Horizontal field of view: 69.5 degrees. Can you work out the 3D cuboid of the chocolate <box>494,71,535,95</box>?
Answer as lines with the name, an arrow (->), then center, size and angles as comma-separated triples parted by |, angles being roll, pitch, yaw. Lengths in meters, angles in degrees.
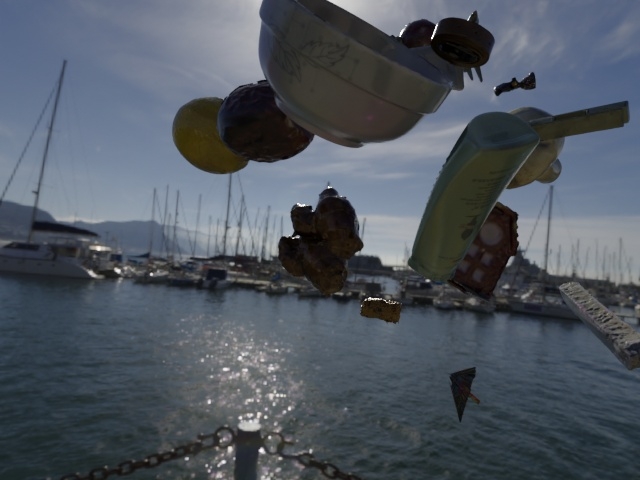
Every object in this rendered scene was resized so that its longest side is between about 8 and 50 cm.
chocolate -> 0.722, -0.580, 1.716 | 0.147, 0.070, 0.072 | -4, 6, 12

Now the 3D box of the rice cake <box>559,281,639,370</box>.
rice cake -> 0.686, 0.196, 1.125 | 0.064, 0.070, 0.399 | -23, 12, 12

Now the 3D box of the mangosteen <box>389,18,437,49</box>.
mangosteen -> 0.314, -0.649, 1.544 | 0.180, 0.166, 0.166 | -16, -5, 5

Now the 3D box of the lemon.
lemon -> -0.340, -0.340, 1.508 | 0.319, 0.245, 0.245 | 30, 8, 23

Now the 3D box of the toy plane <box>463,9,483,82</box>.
toy plane -> 0.494, -0.670, 1.564 | 0.088, 0.212, 0.267 | -30, -19, 7

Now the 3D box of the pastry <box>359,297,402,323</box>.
pastry -> 0.197, 0.225, 1.502 | 0.140, 0.080, 0.056 | 11, 21, 27

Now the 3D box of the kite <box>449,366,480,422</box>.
kite -> 0.535, 0.565, 1.725 | 0.014, 0.241, 0.183 | 4, 12, -22

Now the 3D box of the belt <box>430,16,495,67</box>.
belt -> 0.194, -0.269, 0.635 | 0.083, 0.036, 0.059 | 22, -16, 1

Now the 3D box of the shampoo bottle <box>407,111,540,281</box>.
shampoo bottle -> 0.136, -0.029, 0.446 | 0.072, 0.049, 0.212 | -17, -31, -12

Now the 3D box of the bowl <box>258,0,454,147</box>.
bowl -> 0.033, -0.236, 0.668 | 0.286, 0.144, 0.287 | 22, 30, -14

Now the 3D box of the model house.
model house -> 0.396, 0.005, 1.181 | 0.160, 0.254, 0.196 | 27, 0, 2

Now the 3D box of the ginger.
ginger -> 0.007, -0.009, 1.552 | 0.274, 0.358, 0.152 | 19, -5, 29

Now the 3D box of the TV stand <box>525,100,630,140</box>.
TV stand -> 0.465, -0.226, 0.916 | 0.249, 0.036, 0.042 | -4, 32, 35

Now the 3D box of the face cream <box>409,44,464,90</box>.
face cream -> 0.259, -0.492, 1.318 | 0.314, 0.143, 0.089 | -6, 4, -4

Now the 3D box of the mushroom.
mushroom -> 0.715, -0.339, 1.643 | 0.356, 0.315, 0.315 | -26, 16, -35

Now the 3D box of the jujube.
jujube -> -0.126, -0.262, 1.041 | 0.243, 0.184, 0.183 | 10, 1, 42
